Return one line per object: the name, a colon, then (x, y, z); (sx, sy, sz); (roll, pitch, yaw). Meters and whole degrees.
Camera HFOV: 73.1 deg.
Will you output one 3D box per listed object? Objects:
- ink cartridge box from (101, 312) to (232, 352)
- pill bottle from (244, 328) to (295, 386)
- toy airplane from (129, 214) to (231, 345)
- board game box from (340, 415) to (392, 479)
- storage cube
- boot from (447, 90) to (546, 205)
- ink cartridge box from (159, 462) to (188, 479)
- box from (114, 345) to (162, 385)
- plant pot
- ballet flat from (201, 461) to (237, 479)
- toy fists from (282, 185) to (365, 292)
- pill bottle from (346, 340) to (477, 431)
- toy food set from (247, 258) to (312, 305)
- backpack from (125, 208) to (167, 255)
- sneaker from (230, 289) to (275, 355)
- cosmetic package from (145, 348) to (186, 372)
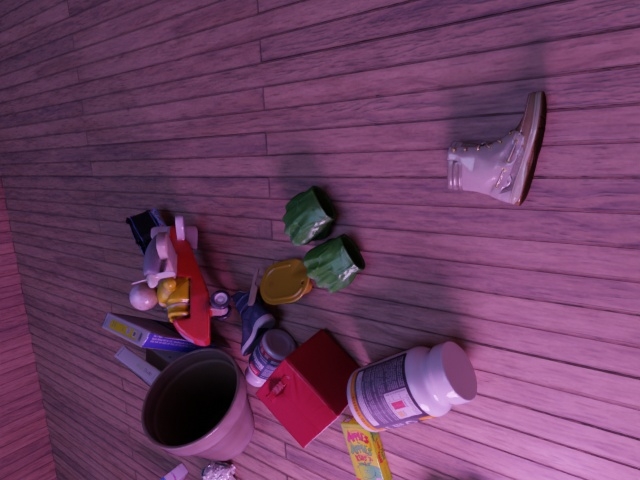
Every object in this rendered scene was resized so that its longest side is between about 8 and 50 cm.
ink cartridge box: (-0.513, 0.330, 1.457); (0.307, 0.304, 0.072); (14, 79, 34)
pill bottle: (-0.161, 0.366, 1.322); (0.108, 0.108, 0.180); (45, 123, 19)
toy airplane: (-0.472, 0.116, 1.365); (0.384, 0.273, 0.385); (33, 141, 59)
board game box: (0.127, 0.587, 1.204); (0.092, 0.043, 0.181); (-16, 91, 38)
storage cube: (-0.022, 0.396, 1.167); (0.193, 0.215, 0.183); (44, 122, 13)
boot: (0.340, -0.187, 0.848); (0.165, 0.077, 0.213); (19, 115, 33)
ink cartridge box: (-0.625, 1.006, 1.804); (0.052, 0.122, 0.088); (41, 122, 17)
box: (-0.605, 0.537, 1.616); (0.232, 0.058, 0.322); (19, 144, 32)
plant pot: (-0.349, 0.556, 1.380); (0.323, 0.323, 0.280); (10, 140, 34)
ballet flat: (-0.333, 1.018, 1.596); (0.147, 0.147, 0.408); (-11, 95, 37)
toy fists: (0.000, 0.000, 1.130); (0.142, 0.096, 0.279); (-34, 78, 26)
pill bottle: (0.209, 0.343, 1.013); (0.278, 0.162, 0.162); (-34, 80, 37)
toy food set: (-0.103, 0.130, 1.256); (0.218, 0.071, 0.128); (-12, 65, 33)
backpack: (-0.600, -0.004, 1.548); (0.158, 0.117, 0.173); (48, 154, 35)
sneaker: (-0.227, 0.250, 1.364); (0.163, 0.086, 0.226); (51, 134, 26)
cosmetic package: (-0.536, 0.448, 1.612); (0.231, 0.117, 0.085); (20, 112, 30)
